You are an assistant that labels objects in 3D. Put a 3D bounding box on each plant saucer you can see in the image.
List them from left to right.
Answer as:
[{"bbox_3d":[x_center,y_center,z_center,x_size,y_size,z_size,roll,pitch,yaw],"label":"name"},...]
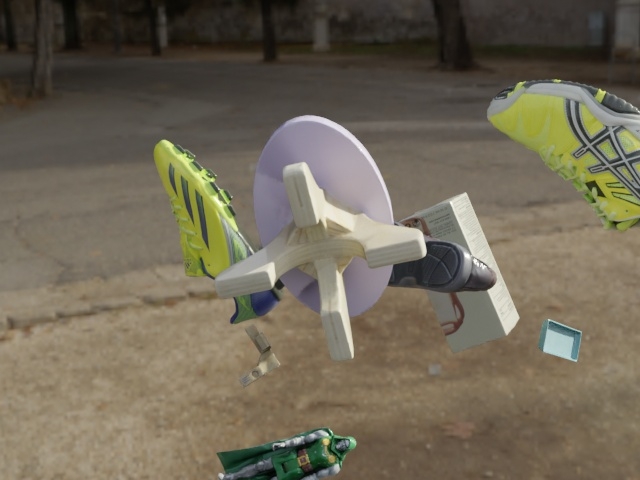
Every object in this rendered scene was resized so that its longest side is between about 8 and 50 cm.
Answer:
[{"bbox_3d":[0.499,0.209,2.103,0.018,0.067,0.192,7,-8,37],"label":"plant saucer"}]

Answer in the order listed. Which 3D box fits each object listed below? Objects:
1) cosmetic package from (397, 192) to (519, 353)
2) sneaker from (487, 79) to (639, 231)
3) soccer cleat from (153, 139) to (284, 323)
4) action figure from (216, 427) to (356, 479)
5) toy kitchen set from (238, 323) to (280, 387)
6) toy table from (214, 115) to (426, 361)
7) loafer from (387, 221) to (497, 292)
[{"bbox_3d":[0.288,0.065,2.099,0.129,0.296,0.153,-23,0,23],"label":"cosmetic package"},{"bbox_3d":[0.401,-0.101,1.393,0.385,0.147,0.145,25,-9,16],"label":"sneaker"},{"bbox_3d":[-0.164,-0.010,1.440,0.121,0.289,0.093,-35,3,6],"label":"soccer cleat"},{"bbox_3d":[-0.049,0.370,1.657,0.232,0.137,0.063,-24,-14,6],"label":"action figure"},{"bbox_3d":[-0.120,0.192,1.703,0.075,0.083,0.068,-32,-8,-11],"label":"toy kitchen set"},{"bbox_3d":[0.000,0.000,1.248,0.252,0.274,0.161,-23,20,13],"label":"toy table"},{"bbox_3d":[0.171,0.039,1.687,0.095,0.109,0.302,18,0,-31],"label":"loafer"}]
